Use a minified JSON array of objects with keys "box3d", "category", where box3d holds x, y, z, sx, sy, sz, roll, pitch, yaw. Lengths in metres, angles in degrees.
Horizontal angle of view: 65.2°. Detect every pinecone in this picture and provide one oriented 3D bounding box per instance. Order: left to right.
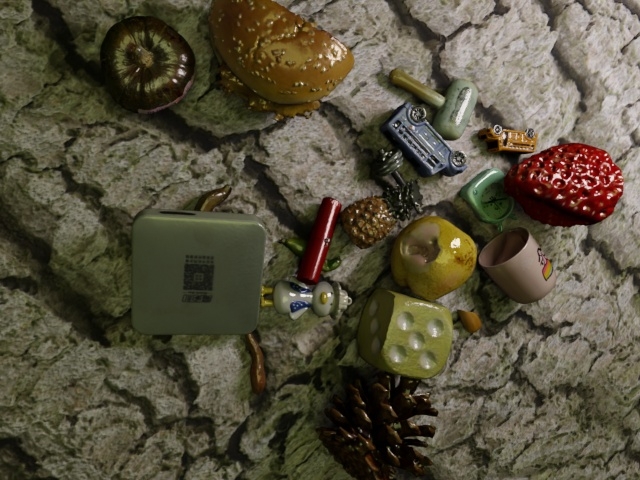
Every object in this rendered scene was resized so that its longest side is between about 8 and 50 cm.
[{"box3d":[0.200,0.568,1.529,0.384,0.384,0.385,-1,92,-14],"category":"pinecone"}]

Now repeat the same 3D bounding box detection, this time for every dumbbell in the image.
[{"box3d":[0.260,-0.192,1.623,0.110,0.110,0.255,-40,107,-10],"category":"dumbbell"}]

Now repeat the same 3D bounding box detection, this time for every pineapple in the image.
[{"box3d":[0.204,-0.089,1.559,0.278,0.158,0.158,-29,99,4],"category":"pineapple"}]

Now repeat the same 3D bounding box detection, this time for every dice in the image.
[{"box3d":[0.262,0.287,1.568,0.226,0.238,0.233,15,89,-14],"category":"dice"}]

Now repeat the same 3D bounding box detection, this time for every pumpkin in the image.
[{"box3d":[-0.478,-0.485,1.370,0.260,0.189,0.261,0,91,-14],"category":"pumpkin"}]

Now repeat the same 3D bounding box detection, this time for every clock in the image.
[{"box3d":[0.592,-0.130,1.725,0.159,0.066,0.211,-36,101,-10],"category":"clock"}]

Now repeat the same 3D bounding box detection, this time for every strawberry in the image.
[{"box3d":[0.761,-0.191,1.623,0.344,0.317,0.295,11,119,-26],"category":"strawberry"}]

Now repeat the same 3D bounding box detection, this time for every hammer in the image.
[{"box3d":[0.356,-0.469,1.635,0.305,0.113,0.202,24,83,-9],"category":"hammer"}]

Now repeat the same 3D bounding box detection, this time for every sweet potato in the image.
[{"box3d":[-0.342,-0.071,1.491,0.081,0.062,0.233,26,82,-33],"category":"sweet potato"},{"box3d":[-0.203,0.372,1.552,0.050,0.050,0.214,-9,90,-14],"category":"sweet potato"}]

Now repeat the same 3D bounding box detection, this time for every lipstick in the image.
[{"box3d":[-0.001,-0.001,1.536,0.073,0.073,0.280,23,69,-14],"category":"lipstick"}]

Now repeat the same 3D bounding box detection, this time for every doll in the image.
[{"box3d":[-0.041,0.181,1.548,0.293,0.119,0.138,6,68,-15],"category":"doll"}]

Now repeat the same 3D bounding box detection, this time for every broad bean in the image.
[{"box3d":[-0.033,0.042,1.579,0.213,0.048,0.070,25,86,-15],"category":"broad bean"}]

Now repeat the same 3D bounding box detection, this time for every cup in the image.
[{"box3d":[0.687,0.073,1.713,0.200,0.191,0.253,47,48,-15],"category":"cup"}]

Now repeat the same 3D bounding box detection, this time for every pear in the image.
[{"box3d":[0.349,0.057,1.576,0.271,0.271,0.271,-1,92,-14],"category":"pear"}]

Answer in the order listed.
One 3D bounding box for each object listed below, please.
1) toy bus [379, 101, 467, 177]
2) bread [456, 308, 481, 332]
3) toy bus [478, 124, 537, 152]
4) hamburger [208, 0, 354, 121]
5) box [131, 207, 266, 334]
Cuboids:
[{"box3d":[0.334,-0.303,1.620,0.292,0.125,0.133,44,87,-10],"category":"toy bus"},{"box3d":[0.518,0.268,1.731,0.062,0.049,0.103,-28,101,-12],"category":"bread"},{"box3d":[0.641,-0.343,1.719,0.194,0.083,0.088,2,93,-15],"category":"toy bus"},{"box3d":[-0.135,-0.497,1.427,0.445,0.268,0.287,22,91,-15],"category":"hamburger"},{"box3d":[-0.351,0.099,1.441,0.366,0.090,0.373,4,111,-14],"category":"box"}]
